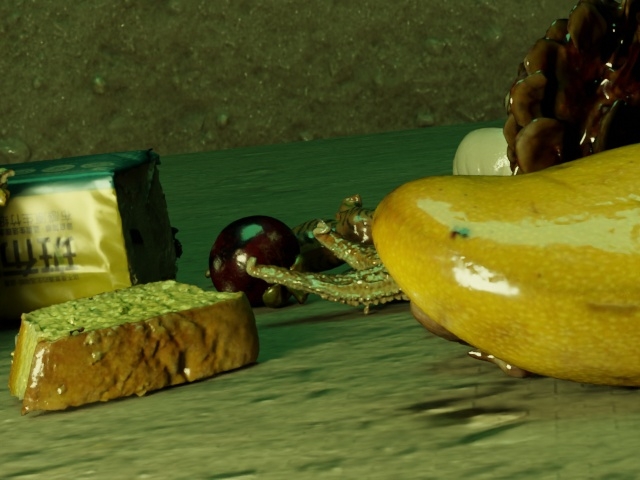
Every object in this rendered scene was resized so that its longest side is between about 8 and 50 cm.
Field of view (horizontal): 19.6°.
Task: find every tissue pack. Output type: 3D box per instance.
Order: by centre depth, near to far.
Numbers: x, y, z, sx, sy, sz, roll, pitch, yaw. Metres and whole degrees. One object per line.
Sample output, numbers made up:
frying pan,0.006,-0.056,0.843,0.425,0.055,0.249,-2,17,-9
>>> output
tissue pack,-0.279,0.000,1.655,0.271,0.134,0.192,-6,8,9

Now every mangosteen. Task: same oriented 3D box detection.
mangosteen,-0.053,0.019,1.536,0.081,0.081,0.081,-7,7,1

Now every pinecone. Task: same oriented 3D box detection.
pinecone,0.274,-0.063,1.369,0.292,0.246,0.246,17,19,30

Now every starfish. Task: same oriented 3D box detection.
starfish,0.064,0.030,1.459,0.231,0.048,0.295,7,13,13

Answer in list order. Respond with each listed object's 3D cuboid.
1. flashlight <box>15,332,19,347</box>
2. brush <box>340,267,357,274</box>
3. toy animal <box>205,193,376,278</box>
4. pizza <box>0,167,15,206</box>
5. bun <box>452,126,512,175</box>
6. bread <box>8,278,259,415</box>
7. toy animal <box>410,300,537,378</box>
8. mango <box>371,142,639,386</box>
flashlight,-0.208,0.081,1.406,0.018,0.018,0.083,-10,7,-29
brush,0.091,0.014,1.658,0.196,0.021,0.070,-13,8,-38
toy animal,0.000,0.000,1.645,0.241,0.056,0.099,-16,4,17
pizza,-0.352,0.046,1.471,0.290,0.081,0.229,-30,36,-14
bun,0.186,-0.042,1.759,0.138,0.094,0.138,18,-15,5
bread,-0.134,0.072,1.263,0.187,0.065,0.103,-13,15,-32
toy animal,0.151,0.038,1.216,0.188,0.089,0.179,-6,25,-18
mango,0.181,0.016,1.097,0.295,0.120,0.177,-6,33,-4
